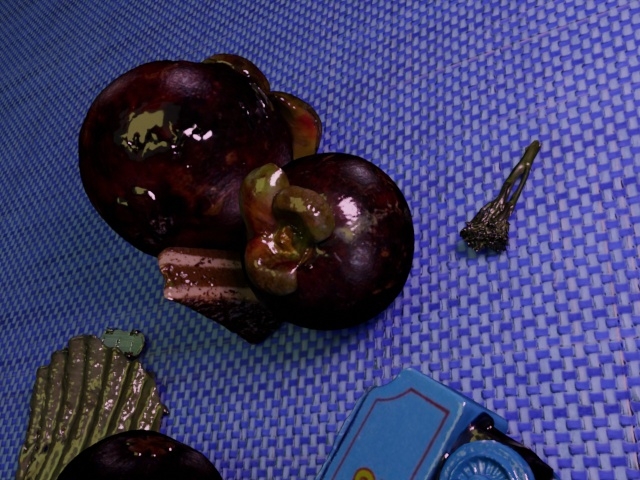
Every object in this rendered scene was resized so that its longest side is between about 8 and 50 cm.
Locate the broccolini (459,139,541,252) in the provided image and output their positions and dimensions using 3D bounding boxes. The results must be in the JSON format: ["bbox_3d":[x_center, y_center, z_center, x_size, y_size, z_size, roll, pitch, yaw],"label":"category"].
[{"bbox_3d":[0.286,-0.064,1.027,0.073,0.058,0.201,28,68,28],"label":"broccolini"}]

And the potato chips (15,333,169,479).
[{"bbox_3d":[-0.453,0.371,1.262,0.373,0.097,0.390,-21,54,21],"label":"potato chips"}]

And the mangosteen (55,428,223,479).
[{"bbox_3d":[-0.272,0.443,1.012,0.274,0.275,0.303,15,102,41],"label":"mangosteen"}]

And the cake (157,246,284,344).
[{"bbox_3d":[-0.138,0.064,1.117,0.135,0.246,0.112,-33,52,13],"label":"cake"}]

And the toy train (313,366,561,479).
[{"bbox_3d":[0.123,0.331,0.814,0.265,0.188,0.300,26,85,42],"label":"toy train"}]

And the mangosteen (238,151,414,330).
[{"bbox_3d":[0.000,0.000,1.027,0.287,0.288,0.288,-17,56,28],"label":"mangosteen"}]

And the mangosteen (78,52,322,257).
[{"bbox_3d":[-0.208,-0.142,1.230,0.380,0.421,0.381,15,115,35],"label":"mangosteen"}]

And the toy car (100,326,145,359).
[{"bbox_3d":[-0.394,0.207,1.365,0.121,0.035,0.059,-1,65,27],"label":"toy car"}]
